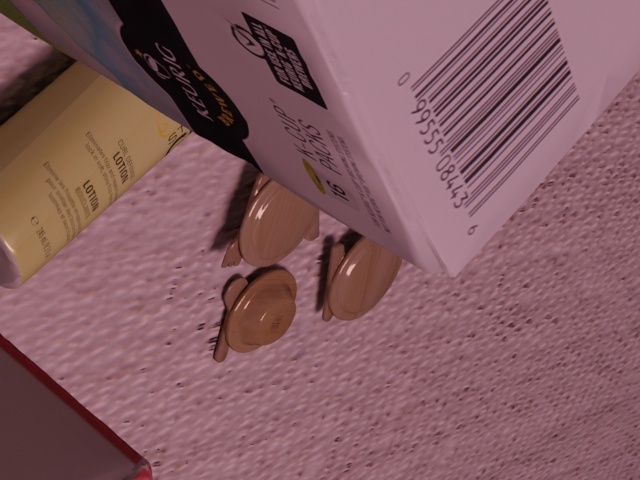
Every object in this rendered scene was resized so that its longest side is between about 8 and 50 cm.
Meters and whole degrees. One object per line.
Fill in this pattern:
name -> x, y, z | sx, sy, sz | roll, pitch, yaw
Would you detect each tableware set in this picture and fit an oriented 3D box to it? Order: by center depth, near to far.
tableware set -> 0.000, 0.000, 1.139 | 0.169, 0.020, 0.141 | -24, 137, -41

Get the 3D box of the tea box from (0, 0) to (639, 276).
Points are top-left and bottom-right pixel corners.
tea box -> -0.051, -0.214, 0.606 | 0.220, 0.323, 0.329 | -48, 146, -14

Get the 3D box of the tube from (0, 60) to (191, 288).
tube -> -0.080, -0.076, 0.939 | 0.240, 0.062, 0.070 | -44, -174, -26

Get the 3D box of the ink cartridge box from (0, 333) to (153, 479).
ink cartridge box -> -0.176, 0.170, 0.869 | 0.131, 0.226, 0.306 | -32, 140, -32
